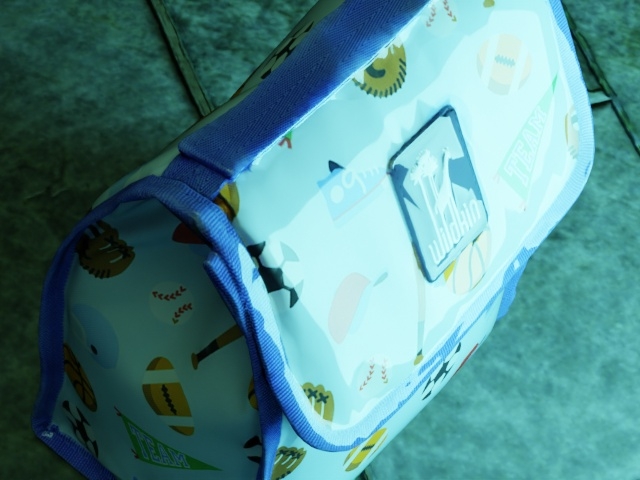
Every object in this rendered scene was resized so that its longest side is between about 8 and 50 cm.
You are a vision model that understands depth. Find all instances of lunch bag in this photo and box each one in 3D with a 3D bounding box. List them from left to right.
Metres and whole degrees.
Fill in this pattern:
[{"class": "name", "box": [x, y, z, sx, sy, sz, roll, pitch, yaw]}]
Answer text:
[{"class": "lunch bag", "box": [0.000, 0.000, 1.213, 0.239, 0.385, 0.328, 35, 56, 16]}]
